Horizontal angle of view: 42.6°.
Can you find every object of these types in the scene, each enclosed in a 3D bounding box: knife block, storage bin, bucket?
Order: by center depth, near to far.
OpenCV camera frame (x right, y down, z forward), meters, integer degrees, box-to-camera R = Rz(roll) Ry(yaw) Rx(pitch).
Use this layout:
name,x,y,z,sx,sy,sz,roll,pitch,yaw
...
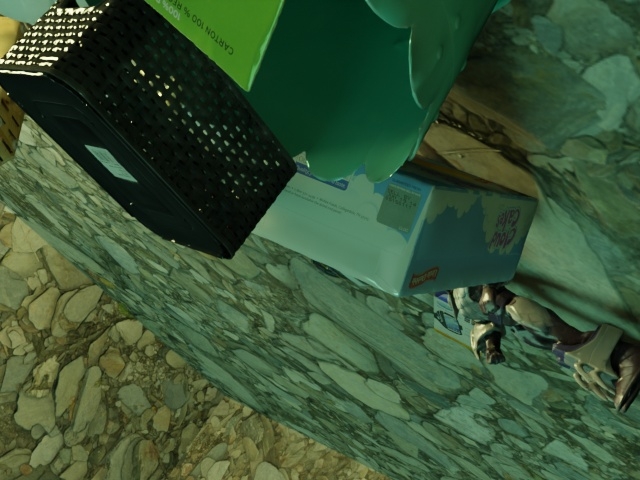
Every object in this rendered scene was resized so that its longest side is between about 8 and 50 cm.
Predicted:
name,x,y,z,sx,sy,sz,roll,pitch,yaw
bucket,-0.007,-0.188,0.528,0.281,0.183,0.281,31,161,12
storage bin,-0.116,-0.079,0.562,0.122,0.084,0.180,15,154,47
knife block,-0.551,-0.252,1.201,0.242,0.276,0.088,2,156,3

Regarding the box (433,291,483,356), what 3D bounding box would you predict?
name,x,y,z,sx,sy,sz,roll,pitch,yaw
box,0.194,0.105,1.113,0.081,0.028,0.136,28,157,20

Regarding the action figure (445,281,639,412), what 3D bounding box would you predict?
name,x,y,z,sx,sy,sz,roll,pitch,yaw
action figure,0.224,0.087,0.923,0.285,0.099,0.185,28,165,28

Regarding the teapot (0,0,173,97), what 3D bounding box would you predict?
name,x,y,z,sx,sy,sz,roll,pitch,yaw
teapot,-0.250,-0.274,0.721,0.256,0.187,0.252,27,159,20

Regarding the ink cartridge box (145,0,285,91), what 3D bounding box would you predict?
name,x,y,z,sx,sy,sz,roll,pitch,yaw
ink cartridge box,-0.078,-0.198,0.308,0.189,0.097,0.255,43,133,18

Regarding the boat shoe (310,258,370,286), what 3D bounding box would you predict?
name,x,y,z,sx,sy,sz,roll,pitch,yaw
boat shoe,0.000,0.000,1.124,0.083,0.065,0.183,6,146,52

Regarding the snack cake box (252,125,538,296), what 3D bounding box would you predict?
name,x,y,z,sx,sy,sz,roll,pitch,yaw
snack cake box,0.074,-0.025,0.719,0.152,0.089,0.264,22,-168,28

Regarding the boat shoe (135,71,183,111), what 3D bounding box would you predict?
name,x,y,z,sx,sy,sz,roll,pitch,yaw
boat shoe,-0.218,-0.190,1.067,0.153,0.048,0.056,13,151,46
